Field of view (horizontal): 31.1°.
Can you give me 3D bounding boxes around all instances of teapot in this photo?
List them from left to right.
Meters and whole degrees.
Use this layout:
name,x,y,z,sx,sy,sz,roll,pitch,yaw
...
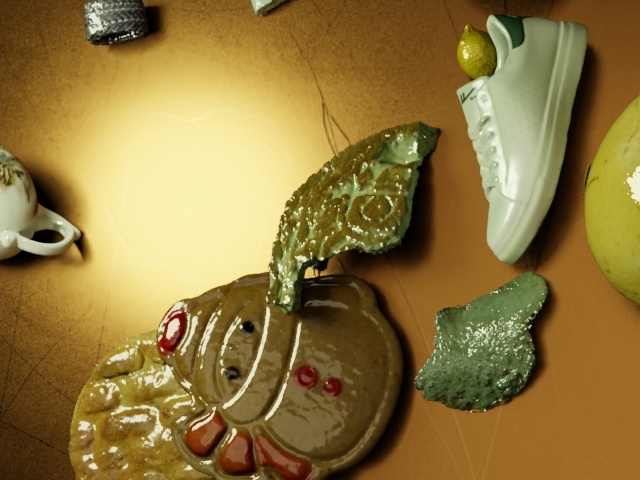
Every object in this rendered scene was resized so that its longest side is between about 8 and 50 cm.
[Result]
name,x,y,z,sx,sy,sz,roll,pitch,yaw
teapot,-0.547,-0.063,1.945,0.298,0.139,0.204,42,123,18

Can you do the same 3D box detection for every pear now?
name,x,y,z,sx,sy,sz,roll,pitch,yaw
pear,0.505,-0.055,1.449,0.348,0.348,0.349,-3,80,20

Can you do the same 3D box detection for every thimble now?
name,x,y,z,sx,sy,sz,roll,pitch,yaw
thimble,-0.346,-0.370,1.944,0.104,0.095,0.066,-9,87,-18

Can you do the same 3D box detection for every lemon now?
name,x,y,z,sx,sy,sz,roll,pitch,yaw
lemon,0.236,-0.282,1.728,0.065,0.065,0.092,-22,83,16

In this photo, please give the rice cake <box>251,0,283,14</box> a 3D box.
name,x,y,z,sx,sy,sz,roll,pitch,yaw
rice cake,-0.046,-0.491,1.880,0.198,0.037,0.189,-21,75,16

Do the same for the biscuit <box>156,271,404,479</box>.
name,x,y,z,sx,sy,sz,roll,pitch,yaw
biscuit,-0.071,0.199,1.718,0.381,0.074,0.359,18,75,9

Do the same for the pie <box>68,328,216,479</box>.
name,x,y,z,sx,sy,sz,roll,pitch,yaw
pie,-0.247,0.308,1.802,0.339,0.083,0.340,-3,81,17

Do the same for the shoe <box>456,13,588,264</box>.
name,x,y,z,sx,sy,sz,roll,pitch,yaw
shoe,0.264,-0.156,1.644,0.160,0.132,0.363,16,83,0

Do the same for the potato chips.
name,x,y,z,sx,sy,sz,roll,pitch,yaw
potato chips,0.241,0.142,1.662,0.167,0.059,0.228,17,87,31

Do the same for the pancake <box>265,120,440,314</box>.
name,x,y,z,sx,sy,sz,roll,pitch,yaw
pancake,0.054,-0.038,1.719,0.376,0.054,0.197,-45,53,-5

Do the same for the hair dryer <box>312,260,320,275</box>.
name,x,y,z,sx,sy,sz,roll,pitch,yaw
hair dryer,0.000,0.000,1.788,0.063,0.037,0.114,6,91,20
